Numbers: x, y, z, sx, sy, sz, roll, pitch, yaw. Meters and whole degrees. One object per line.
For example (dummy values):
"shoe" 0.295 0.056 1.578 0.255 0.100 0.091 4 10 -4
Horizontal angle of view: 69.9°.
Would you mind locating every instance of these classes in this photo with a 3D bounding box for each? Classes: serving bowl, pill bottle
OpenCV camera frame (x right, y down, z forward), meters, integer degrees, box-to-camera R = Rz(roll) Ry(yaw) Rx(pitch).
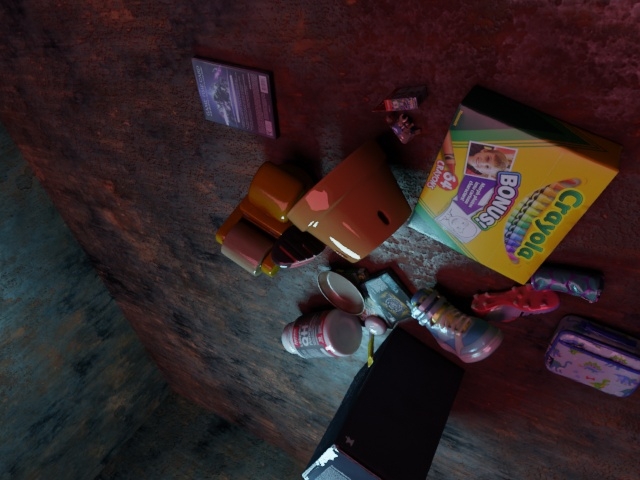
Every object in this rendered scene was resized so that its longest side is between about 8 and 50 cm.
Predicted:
"serving bowl" 0.192 0.306 1.616 0.083 0.027 0.083 21 138 21
"pill bottle" -0.006 0.362 1.757 0.318 0.176 0.176 -20 113 48

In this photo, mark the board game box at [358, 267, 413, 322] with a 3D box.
"board game box" 0.228 0.182 1.488 0.126 0.026 0.186 -29 109 38

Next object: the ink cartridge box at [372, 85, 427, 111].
"ink cartridge box" 0.176 -0.320 1.036 0.115 0.063 0.029 7 132 35

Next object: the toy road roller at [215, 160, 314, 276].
"toy road roller" -0.151 -0.081 1.332 0.202 0.329 0.240 32 163 11

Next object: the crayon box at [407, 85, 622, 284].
"crayon box" 0.401 -0.108 1.021 0.313 0.106 0.363 29 141 14

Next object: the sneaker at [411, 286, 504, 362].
"sneaker" 0.362 0.226 1.299 0.208 0.127 0.319 46 166 -2

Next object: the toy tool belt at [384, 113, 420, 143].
"toy tool belt" 0.196 -0.274 1.085 0.051 0.052 0.083 -35 107 19

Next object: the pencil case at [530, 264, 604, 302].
"pencil case" 0.591 0.103 1.101 0.151 0.064 0.070 11 91 34

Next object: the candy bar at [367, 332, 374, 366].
"candy bar" 0.182 0.374 1.636 0.018 0.161 0.040 18 130 -5

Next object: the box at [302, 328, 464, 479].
"box" 0.212 0.653 1.618 0.297 0.480 0.472 31 141 9

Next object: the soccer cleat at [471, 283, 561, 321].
"soccer cleat" 0.525 0.176 1.228 0.095 0.083 0.248 41 145 -26

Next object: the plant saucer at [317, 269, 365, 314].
"plant saucer" 0.077 0.170 1.566 0.198 0.036 0.199 28 144 23

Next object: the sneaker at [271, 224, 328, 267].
"sneaker" 0.001 0.000 1.308 0.116 0.314 0.136 48 157 22

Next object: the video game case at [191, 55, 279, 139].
"video game case" -0.245 -0.413 1.325 0.274 0.026 0.196 21 138 24

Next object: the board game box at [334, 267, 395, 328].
"board game box" 0.152 0.204 1.595 0.136 0.030 0.260 -2 126 43

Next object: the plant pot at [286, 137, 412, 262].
"plant pot" 0.087 -0.082 1.145 0.203 0.291 0.291 49 141 -3

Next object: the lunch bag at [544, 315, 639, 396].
"lunch bag" 0.707 0.296 1.180 0.219 0.090 0.176 22 136 20
